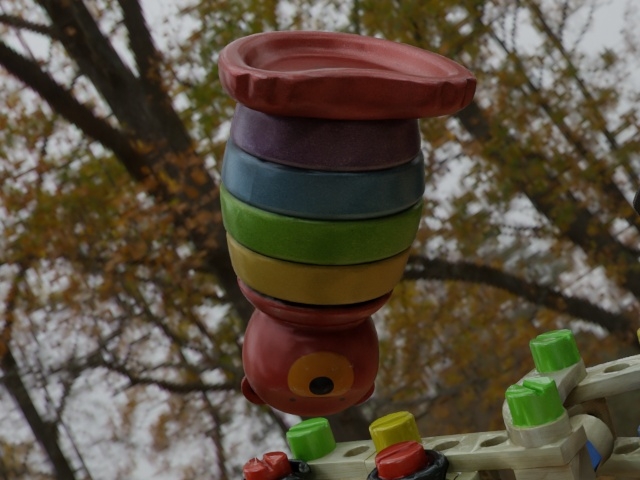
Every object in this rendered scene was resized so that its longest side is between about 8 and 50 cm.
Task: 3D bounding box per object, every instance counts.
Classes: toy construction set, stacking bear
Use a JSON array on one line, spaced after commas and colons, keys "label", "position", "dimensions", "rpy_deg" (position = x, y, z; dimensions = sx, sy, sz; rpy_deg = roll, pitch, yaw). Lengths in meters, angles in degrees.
[{"label": "toy construction set", "position": [0.076, 0.154, 0.761], "dimensions": [0.328, 0.151, 0.215], "rpy_deg": [-31, -2, 39]}, {"label": "stacking bear", "position": [0.000, 0.000, 0.889], "dimensions": [0.176, 0.164, 0.288], "rpy_deg": [0, -69, -13]}]

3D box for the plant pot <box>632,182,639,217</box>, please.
[{"label": "plant pot", "position": [0.440, -0.042, 1.222], "dimensions": [0.188, 0.187, 0.167], "rpy_deg": [-21, -16, -30]}]
